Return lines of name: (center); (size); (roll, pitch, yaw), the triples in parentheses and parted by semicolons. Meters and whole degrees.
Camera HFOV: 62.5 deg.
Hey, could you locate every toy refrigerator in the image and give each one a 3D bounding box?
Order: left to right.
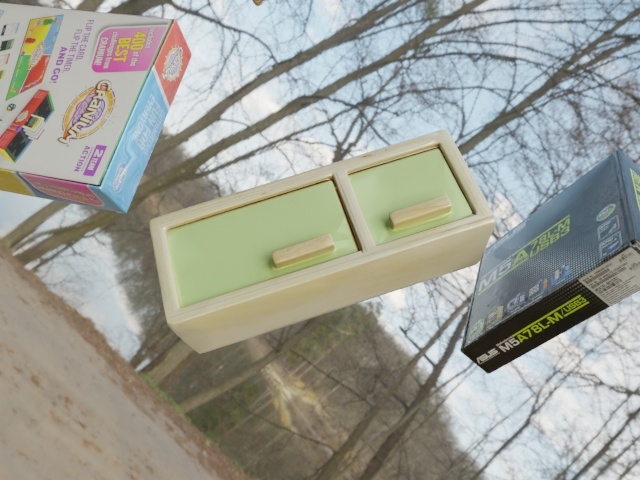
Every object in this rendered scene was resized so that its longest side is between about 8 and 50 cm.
toy refrigerator: (0.000, 0.000, 0.461); (0.094, 0.270, 0.102); (79, -7, -62)

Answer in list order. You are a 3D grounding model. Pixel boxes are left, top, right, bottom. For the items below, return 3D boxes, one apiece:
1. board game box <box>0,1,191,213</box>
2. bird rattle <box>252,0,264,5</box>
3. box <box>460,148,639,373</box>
board game box: (-0.350, -0.175, 0.651); (0.317, 0.242, 0.064); (11, -21, 11)
bird rattle: (-0.148, -0.675, 1.229); (0.254, 0.143, 0.207); (-24, -67, 37)
box: (0.228, 0.019, 0.516); (0.045, 0.184, 0.190); (39, -50, -6)
